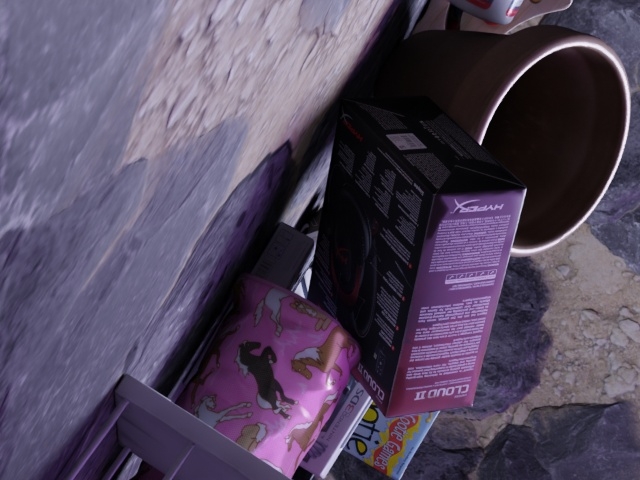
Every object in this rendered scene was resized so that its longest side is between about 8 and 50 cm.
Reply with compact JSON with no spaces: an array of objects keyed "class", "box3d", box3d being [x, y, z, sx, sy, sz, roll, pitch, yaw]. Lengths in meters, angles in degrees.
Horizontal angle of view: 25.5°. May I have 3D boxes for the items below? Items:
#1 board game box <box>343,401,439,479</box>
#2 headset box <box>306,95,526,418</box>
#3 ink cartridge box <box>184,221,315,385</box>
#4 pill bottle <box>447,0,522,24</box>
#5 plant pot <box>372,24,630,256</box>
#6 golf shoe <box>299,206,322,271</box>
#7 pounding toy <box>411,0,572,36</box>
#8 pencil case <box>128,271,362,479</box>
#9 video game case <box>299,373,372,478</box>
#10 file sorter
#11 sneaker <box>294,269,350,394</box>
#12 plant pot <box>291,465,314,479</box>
[{"class":"board game box","box3d":[0.036,0.202,2.043,0.144,0.275,0.142,-62,175,12]},{"class":"headset box","box3d":[0.087,0.026,1.473,0.218,0.110,0.293,-129,-138,-51]},{"class":"ink cartridge box","box3d":[-0.076,0.085,1.571,0.207,0.046,0.097,-59,174,-10]},{"class":"pill bottle","box3d":[0.206,-0.342,1.567,0.180,0.108,0.108,-62,175,23]},{"class":"plant pot","box3d":[0.188,-0.142,1.625,0.263,0.229,0.263,-20,124,-32]},{"class":"golf shoe","box3d":[0.000,0.000,1.802,0.094,0.077,0.198,-36,170,-14]},{"class":"pounding toy","box3d":[0.237,-0.316,1.764,0.269,0.154,0.155,-62,175,26]},{"class":"pencil case","box3d":[-0.107,0.220,1.400,0.386,0.167,0.160,-58,154,-13]},{"class":"video game case","box3d":[-0.029,0.201,1.899,0.173,0.190,0.022,-57,153,-13]},{"class":"file sorter","box3d":[-0.094,0.278,1.184,0.173,0.277,0.193,-56,174,-21]},{"class":"sneaker","box3d":[-0.014,0.136,1.869,0.235,0.153,0.094,-56,175,-38]},{"class":"plant pot","box3d":[-0.051,0.284,2.280,0.188,0.167,0.187,-56,174,-30]}]
